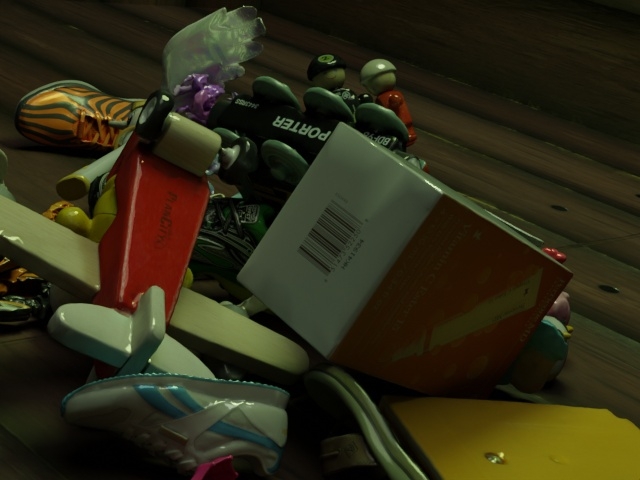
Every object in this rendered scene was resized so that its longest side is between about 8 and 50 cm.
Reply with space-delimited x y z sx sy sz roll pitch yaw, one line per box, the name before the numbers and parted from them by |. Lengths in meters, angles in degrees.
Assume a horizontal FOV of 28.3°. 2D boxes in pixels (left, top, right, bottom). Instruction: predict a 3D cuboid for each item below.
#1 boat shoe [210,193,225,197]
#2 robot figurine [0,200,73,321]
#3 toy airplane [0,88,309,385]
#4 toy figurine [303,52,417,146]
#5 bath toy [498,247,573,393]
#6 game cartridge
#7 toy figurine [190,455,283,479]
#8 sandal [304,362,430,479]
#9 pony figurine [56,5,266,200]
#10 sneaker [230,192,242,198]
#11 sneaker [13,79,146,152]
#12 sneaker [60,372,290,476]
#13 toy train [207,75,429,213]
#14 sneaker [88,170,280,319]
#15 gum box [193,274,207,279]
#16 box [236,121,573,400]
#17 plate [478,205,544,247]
boat shoe | -0.178 -0.033 1.796 0.049 0.043 0.137 23 24 24
robot figurine | -0.384 0.025 1.627 0.211 0.085 0.291 21 20 23
toy airplane | -0.225 0.047 1.448 0.384 0.272 0.386 -22 79 -47
toy figurine | 0.017 -0.183 1.933 0.210 0.148 0.213 -28 -11 37
bath toy | 0.287 0.098 1.759 0.151 0.129 0.348 51 19 -4
game cartridge | 0.254 0.260 1.386 0.324 0.052 0.285 7 18 -21
toy figurine | -0.056 0.254 1.132 0.173 0.130 0.159 27 0 -28
sandal | 0.047 0.226 1.265 0.086 0.120 0.303 -35 38 -3
pony figurine | -0.217 -0.171 2.020 0.351 0.302 0.363 -15 26 15
sneaker | 0.000 0.000 1.892 0.366 0.135 0.150 11 15 38
sneaker | -0.369 -0.201 2.260 0.321 0.124 0.180 -1 21 -34
sneaker | -0.143 0.184 1.260 0.229 0.092 0.087 6 -17 -12
toy train | 0.001 -0.096 1.648 0.334 0.190 0.142 19 62 35
sneaker | -0.138 -0.021 1.677 0.344 0.146 0.134 19 51 -13
gum box | -0.191 0.008 1.837 0.188 0.062 0.107 -2 23 -35
box | 0.107 0.041 1.467 0.168 0.215 0.345 39 8 36
plate | 0.179 -0.046 1.801 0.278 0.045 0.277 29 4 6
